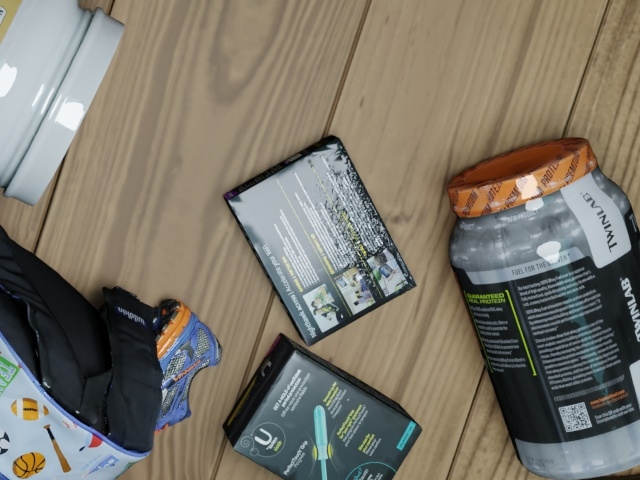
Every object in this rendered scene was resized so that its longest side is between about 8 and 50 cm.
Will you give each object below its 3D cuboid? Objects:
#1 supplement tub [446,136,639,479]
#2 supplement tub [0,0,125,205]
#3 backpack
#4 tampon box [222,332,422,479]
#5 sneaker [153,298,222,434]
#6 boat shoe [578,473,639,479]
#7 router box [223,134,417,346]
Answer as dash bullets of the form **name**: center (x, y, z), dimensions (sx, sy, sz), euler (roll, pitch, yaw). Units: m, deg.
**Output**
- **supplement tub**: center (0.248, 0.067, 1.541), dimensions (0.193, 0.193, 0.316), euler (-21, 102, -7)
- **supplement tub**: center (-0.361, -0.185, 1.372), dimensions (0.316, 0.228, 0.228), euler (27, 92, -13)
- **backpack**: center (-0.280, 0.125, 1.379), dimensions (0.213, 0.263, 0.276), euler (-49, 132, 6)
- **tampon box**: center (0.000, 0.192, 1.556), dimensions (0.161, 0.101, 0.120), euler (33, 90, -12)
- **sneaker**: center (-0.175, 0.172, 1.534), dimensions (0.087, 0.083, 0.221), euler (33, 94, -21)
- **boat shoe**: center (0.347, 0.308, 1.640), dimensions (0.302, 0.109, 0.098), euler (-13, 99, -15)
- **router box**: center (0.000, 0.000, 1.559), dimensions (0.133, 0.046, 0.179), euler (-29, 102, -5)
